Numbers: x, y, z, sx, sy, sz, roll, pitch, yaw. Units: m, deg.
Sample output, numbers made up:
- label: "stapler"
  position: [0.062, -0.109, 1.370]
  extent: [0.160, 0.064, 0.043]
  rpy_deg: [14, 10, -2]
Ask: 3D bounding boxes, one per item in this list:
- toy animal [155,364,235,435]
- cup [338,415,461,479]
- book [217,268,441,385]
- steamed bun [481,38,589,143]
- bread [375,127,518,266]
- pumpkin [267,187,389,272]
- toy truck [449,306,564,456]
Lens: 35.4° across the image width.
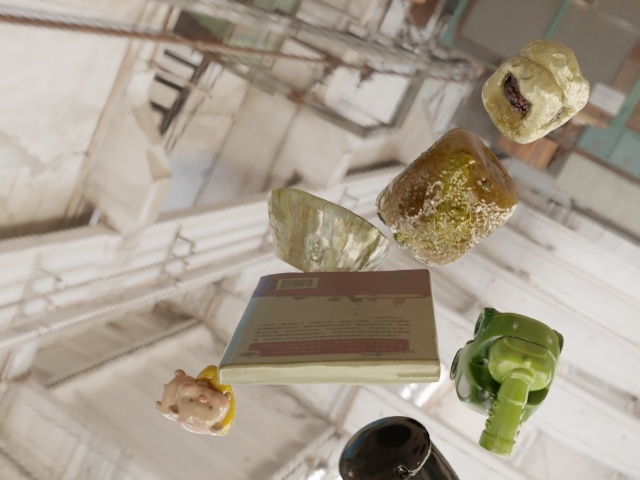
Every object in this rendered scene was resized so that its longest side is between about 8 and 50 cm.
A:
- label: "toy animal"
  position: [-0.167, 0.210, 1.325]
  extent: [0.114, 0.091, 0.082]
  rpy_deg: [20, -170, 17]
- label: "cup"
  position: [0.122, 0.377, 1.476]
  extent: [0.223, 0.169, 0.177]
  rpy_deg: [-95, -17, -61]
- label: "book"
  position: [0.014, 0.066, 0.822]
  extent: [0.162, 0.022, 0.232]
  rpy_deg: [-3, -165, 5]
- label: "steamed bun"
  position: [0.359, -0.257, 1.634]
  extent: [0.141, 0.172, 0.155]
  rpy_deg: [53, 176, 8]
- label: "bread"
  position: [0.220, -0.062, 1.828]
  extent: [0.195, 0.246, 0.176]
  rpy_deg: [46, -152, -2]
- label: "pumpkin"
  position: [-0.004, 0.014, 1.589]
  extent: [0.217, 0.110, 0.217]
  rpy_deg: [20, 167, 5]
- label: "toy truck"
  position: [0.289, 0.209, 1.538]
  extent: [0.148, 0.187, 0.210]
  rpy_deg: [20, -162, -1]
